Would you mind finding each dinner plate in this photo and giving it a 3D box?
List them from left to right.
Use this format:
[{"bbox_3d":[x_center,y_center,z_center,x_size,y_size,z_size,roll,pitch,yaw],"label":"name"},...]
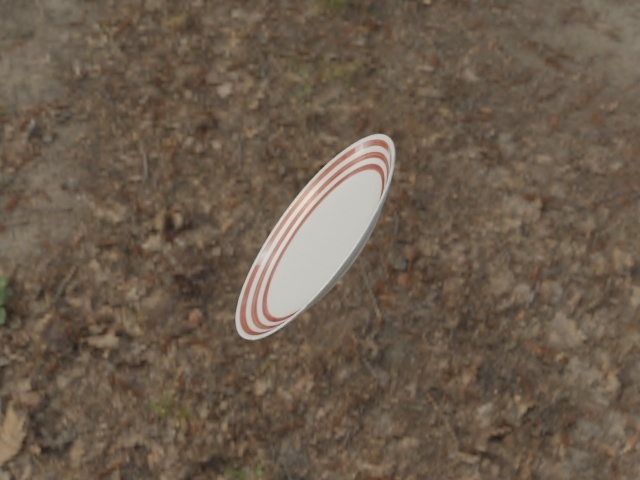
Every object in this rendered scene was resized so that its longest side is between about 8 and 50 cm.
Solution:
[{"bbox_3d":[0.000,0.000,0.662,0.017,0.141,0.141,36,42,-17],"label":"dinner plate"}]
